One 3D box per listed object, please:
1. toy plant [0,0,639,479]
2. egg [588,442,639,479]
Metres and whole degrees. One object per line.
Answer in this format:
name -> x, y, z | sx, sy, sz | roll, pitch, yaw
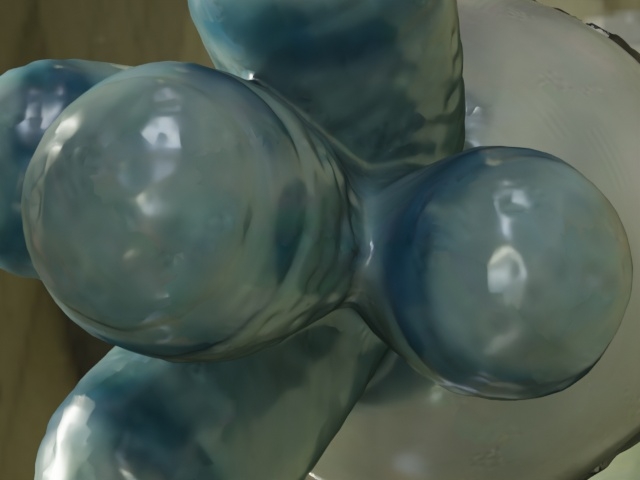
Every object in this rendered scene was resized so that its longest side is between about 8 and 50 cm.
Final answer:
toy plant -> 0.000, 0.000, 0.650 | 0.332, 0.247, 0.247 | 3, -94, -67
egg -> 0.222, 0.235, 1.142 | 0.336, 0.278, 0.278 | -8, -81, -49
